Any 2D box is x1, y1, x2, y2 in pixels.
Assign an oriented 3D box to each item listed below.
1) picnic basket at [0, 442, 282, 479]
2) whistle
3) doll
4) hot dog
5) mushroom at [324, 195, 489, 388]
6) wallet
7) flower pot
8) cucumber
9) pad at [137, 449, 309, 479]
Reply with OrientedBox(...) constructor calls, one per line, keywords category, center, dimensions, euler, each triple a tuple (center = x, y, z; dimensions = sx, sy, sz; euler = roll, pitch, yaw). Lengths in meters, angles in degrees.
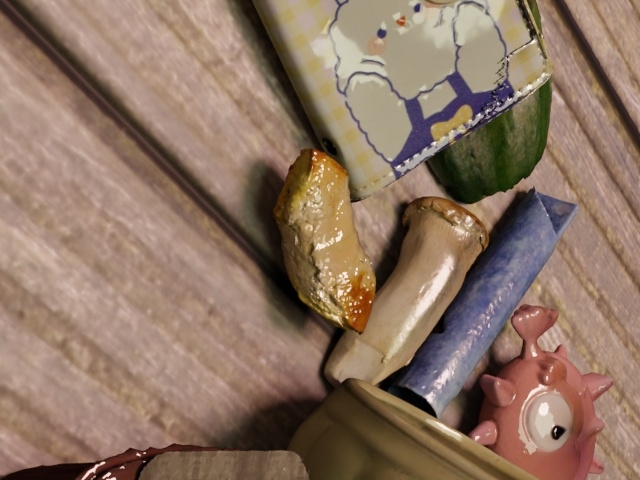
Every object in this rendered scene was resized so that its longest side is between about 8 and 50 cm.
OrientedBox(category="picnic basket", center=(-0.142, 0.276, 0.756), dimensions=(0.223, 0.129, 0.296), euler=(10, 87, -48))
OrientedBox(category="whistle", center=(0.167, 0.058, 1.113), dimensions=(0.304, 0.062, 0.062), euler=(-50, 126, -31))
OrientedBox(category="doll", center=(0.226, 0.193, 1.159), dimensions=(0.211, 0.093, 0.261), euler=(-9, 103, -40))
OrientedBox(category="hot dog", center=(-0.001, 0.000, 0.929), dimensions=(0.078, 0.061, 0.168), euler=(-29, 114, -42))
OrientedBox(category="mushroom", center=(0.077, 0.051, 1.017), dimensions=(0.084, 0.071, 0.209), euler=(49, 63, -30))
OrientedBox(category="wallet", center=(0.051, -0.209, 0.909), dimensions=(0.223, 0.077, 0.309), euler=(-31, 120, -7))
OrientedBox(category="flower pot", center=(0.077, 0.278, 0.890), dimensions=(0.307, 0.307, 0.244), euler=(33, 88, -43))
OrientedBox(category="cucumber", center=(0.143, -0.173, 1.043), dimensions=(0.145, 0.105, 0.325), euler=(-38, 122, -39))
OrientedBox(category="pad", center=(-0.105, 0.253, 0.655), dimensions=(0.323, 0.055, 0.249), euler=(17, 80, -67))
